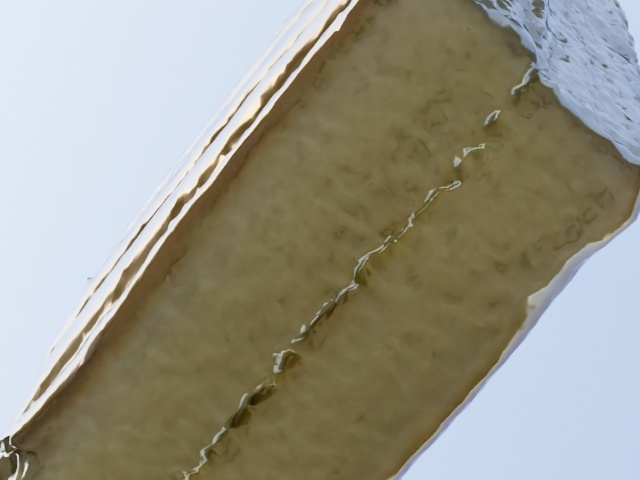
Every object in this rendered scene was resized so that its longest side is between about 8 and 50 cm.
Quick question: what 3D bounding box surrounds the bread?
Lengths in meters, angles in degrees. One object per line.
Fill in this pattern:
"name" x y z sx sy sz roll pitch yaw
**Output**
"bread" 0.000 0.000 0.631 0.111 0.239 0.246 38 -70 -7
